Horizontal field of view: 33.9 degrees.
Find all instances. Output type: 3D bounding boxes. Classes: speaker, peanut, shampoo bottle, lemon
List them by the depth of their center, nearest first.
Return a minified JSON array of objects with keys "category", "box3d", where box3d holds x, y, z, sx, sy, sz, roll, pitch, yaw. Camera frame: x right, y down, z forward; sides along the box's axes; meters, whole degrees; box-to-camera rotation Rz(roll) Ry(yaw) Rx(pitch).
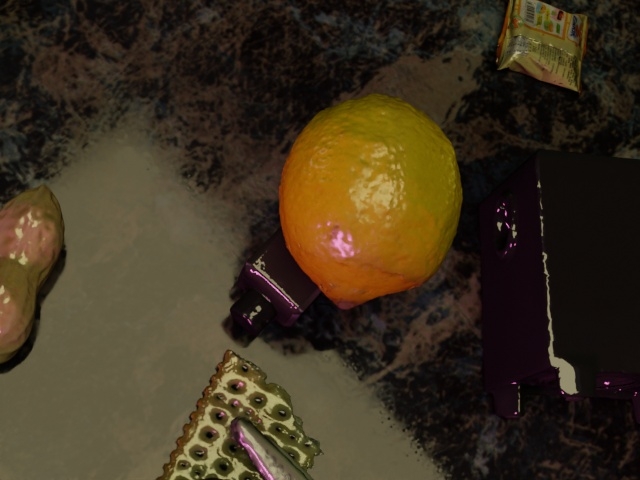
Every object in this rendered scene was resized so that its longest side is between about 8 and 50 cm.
[{"category":"lemon","box3d":[0.049,-0.040,1.001,0.181,0.180,0.193,31,51,-2]},{"category":"peanut","box3d":[-0.304,0.032,1.033,0.082,0.082,0.187,21,72,-6]},{"category":"speaker","box3d":[0.302,0.056,1.106,0.232,0.184,0.253,5,72,-11]},{"category":"shampoo bottle","box3d":[0.000,0.000,1.110,0.079,0.080,0.246,42,70,3]}]

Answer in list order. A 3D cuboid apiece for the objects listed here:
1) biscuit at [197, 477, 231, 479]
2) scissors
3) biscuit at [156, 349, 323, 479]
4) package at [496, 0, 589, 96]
[{"category":"biscuit","box3d":[-0.141,0.386,0.986,0.278,0.043,0.301,-33,86,-14]},{"category":"scissors","box3d":[0.009,0.285,1.042,0.138,0.041,0.289,-42,93,-17]},{"category":"biscuit","box3d":[-0.082,0.231,1.061,0.144,0.016,0.203,30,71,-2]},{"category":"package","box3d":[0.268,-0.239,1.262,0.121,0.031,0.108,16,72,-13]}]
